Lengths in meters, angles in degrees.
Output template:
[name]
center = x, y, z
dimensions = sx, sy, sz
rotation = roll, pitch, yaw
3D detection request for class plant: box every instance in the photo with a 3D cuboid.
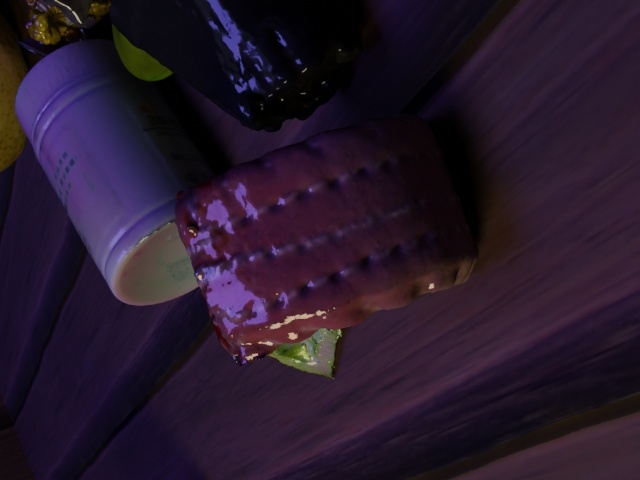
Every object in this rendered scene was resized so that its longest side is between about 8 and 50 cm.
[plant]
center = -0.078, -0.205, 0.746
dimensions = 0.256, 0.142, 0.164
rotation = 57, 151, 16

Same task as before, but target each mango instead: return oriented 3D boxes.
[mango]
center = -0.155, -0.218, 0.924
dimensions = 0.163, 0.089, 0.117
rotation = -18, 87, 62

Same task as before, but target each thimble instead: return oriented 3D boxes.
[thimble]
center = 0.006, -0.002, 0.685
dimensions = 0.163, 0.189, 0.125
rotation = 113, 138, -85

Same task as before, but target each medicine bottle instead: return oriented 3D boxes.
[medicine bottle]
center = -0.203, -0.074, 1.039
dimensions = 0.254, 0.152, 0.152
rotation = 56, 149, 25

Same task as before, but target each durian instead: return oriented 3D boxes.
[durian]
center = -0.020, 0.037, 0.897
dimensions = 0.100, 0.086, 0.215
rotation = 14, 130, 18

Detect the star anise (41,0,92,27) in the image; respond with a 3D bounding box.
[star anise]
center = -0.227, -0.353, 0.863
dimensions = 0.332, 0.118, 0.331
rotation = 177, 90, -79

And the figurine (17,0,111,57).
[figurine]
center = -0.267, -0.267, 1.054
dimensions = 0.156, 0.095, 0.115
rotation = -63, 7, 0

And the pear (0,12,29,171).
[pear]
center = -0.489, -0.198, 1.270
dimensions = 0.271, 0.271, 0.271
rotation = 39, 140, 44

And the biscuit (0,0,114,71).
[biscuit]
center = -0.338, -0.237, 1.275
dimensions = 0.381, 0.074, 0.359
rotation = 68, 155, 10
